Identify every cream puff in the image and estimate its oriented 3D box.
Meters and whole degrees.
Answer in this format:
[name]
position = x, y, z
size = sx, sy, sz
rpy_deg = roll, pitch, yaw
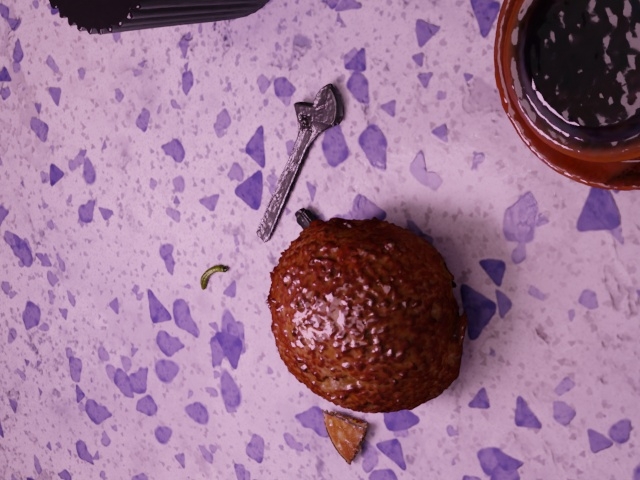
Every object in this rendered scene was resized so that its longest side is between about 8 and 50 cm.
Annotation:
[cream puff]
position = 0.061, 0.122, 1.494
size = 0.350, 0.228, 0.351
rpy_deg = 8, 110, 23

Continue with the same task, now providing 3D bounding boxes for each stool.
[stool]
position = -0.241, -0.479, 1.531
size = 0.297, 0.330, 0.297
rpy_deg = 9, 104, 35

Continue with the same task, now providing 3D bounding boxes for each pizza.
[pizza]
position = 0.048, 0.349, 1.694
size = 0.100, 0.029, 0.099
rpy_deg = 11, 115, 38

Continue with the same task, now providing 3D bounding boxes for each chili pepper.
[chili pepper]
position = -0.206, 0.067, 1.826
size = 0.083, 0.017, 0.030
rpy_deg = -30, 83, 37

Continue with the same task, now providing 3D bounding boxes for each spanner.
[spanner]
position = -0.043, -0.130, 1.656
size = 0.093, 0.026, 0.325
rpy_deg = 39, 122, 23

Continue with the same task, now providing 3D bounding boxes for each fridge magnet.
[fridge magnet]
position = 0.380, -0.242, 1.225
size = 0.363, 0.155, 0.364
rpy_deg = 10, 107, 36

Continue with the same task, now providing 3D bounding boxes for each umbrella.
[umbrella]
position = -0.001, 0.001, 1.647
size = 0.036, 0.031, 0.133
rpy_deg = -45, 72, 33
